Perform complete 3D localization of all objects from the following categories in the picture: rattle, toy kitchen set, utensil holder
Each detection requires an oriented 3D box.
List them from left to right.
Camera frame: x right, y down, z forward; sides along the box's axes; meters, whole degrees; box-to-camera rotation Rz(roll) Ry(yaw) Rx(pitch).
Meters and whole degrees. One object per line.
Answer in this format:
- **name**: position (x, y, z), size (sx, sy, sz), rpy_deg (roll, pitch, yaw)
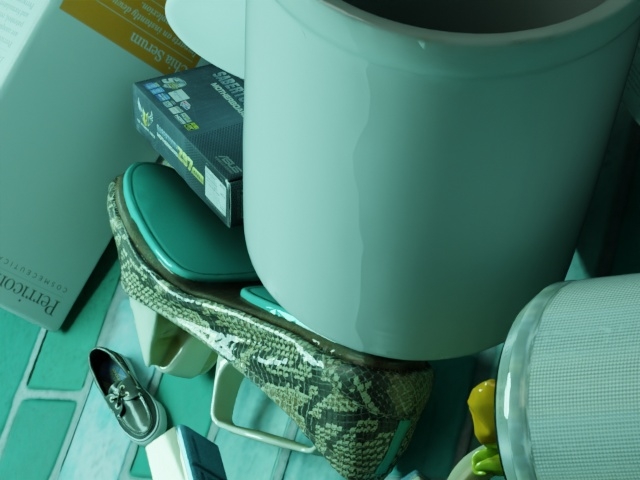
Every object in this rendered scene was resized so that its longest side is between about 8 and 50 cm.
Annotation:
- **toy kitchen set**: position (-0.015, 0.218, 1.520), size (0.166, 0.207, 0.122), rpy_deg (-35, 46, 15)
- **utensil holder**: position (0.092, -0.135, 1.472), size (0.328, 0.385, 0.327), rpy_deg (2, 50, -2)
- **rattle**: position (0.129, 0.235, 1.444), size (0.130, 0.143, 0.199), rpy_deg (35, 77, 19)

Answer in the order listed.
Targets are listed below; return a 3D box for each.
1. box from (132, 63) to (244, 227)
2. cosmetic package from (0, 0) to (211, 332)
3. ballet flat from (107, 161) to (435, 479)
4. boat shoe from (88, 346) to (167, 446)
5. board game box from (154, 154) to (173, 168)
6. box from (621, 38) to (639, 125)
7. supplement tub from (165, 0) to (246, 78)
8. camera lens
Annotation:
- **box**: position (-0.064, -0.111, 1.819), size (0.183, 0.059, 0.232), rpy_deg (-15, 37, -24)
- **cosmetic package**: position (-0.295, -0.156, 1.949), size (0.161, 0.230, 0.453), rpy_deg (29, 89, 48)
- **ballet flat**: position (-0.081, 0.089, 1.716), size (0.483, 0.164, 0.182), rpy_deg (34, 114, 44)
- **boat shoe**: position (-0.204, 0.161, 1.835), size (0.049, 0.040, 0.142), rpy_deg (-46, 43, 5)
- **board game box**: position (-0.162, -0.122, 2.001), size (0.103, 0.026, 0.154), rpy_deg (-39, 45, 13)
- **box**: position (0.349, -0.148, 1.525), size (0.170, 0.130, 0.091), rpy_deg (-37, 44, 13)
- **supplement tub**: position (-0.006, -0.332, 1.743), size (0.235, 0.235, 0.325), rpy_deg (2, 64, 40)
- **camera lens**: position (0.285, 0.129, 1.326), size (0.274, 0.219, 0.219), rpy_deg (-8, 58, 35)
